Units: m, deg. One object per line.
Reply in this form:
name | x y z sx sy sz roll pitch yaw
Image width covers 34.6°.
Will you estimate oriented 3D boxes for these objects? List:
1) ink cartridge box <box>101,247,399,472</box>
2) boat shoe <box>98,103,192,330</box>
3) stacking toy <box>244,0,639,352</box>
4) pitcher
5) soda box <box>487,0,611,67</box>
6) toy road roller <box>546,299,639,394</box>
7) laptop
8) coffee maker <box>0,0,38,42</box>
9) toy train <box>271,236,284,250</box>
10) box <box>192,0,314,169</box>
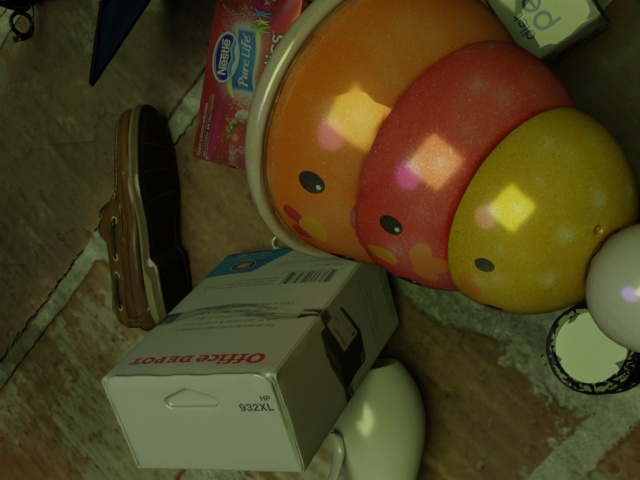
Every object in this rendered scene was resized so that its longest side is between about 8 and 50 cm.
ink cartridge box | -0.069 0.128 1.199 0.223 0.307 0.129 -5 113 28
boat shoe | -0.256 -0.028 1.398 0.104 0.111 0.307 -5 91 23
stacking toy | 0.183 -0.047 1.000 0.480 0.351 0.350 37 109 41
pitcher | 0.054 0.258 1.243 0.125 0.178 0.207 -7 92 43
soda box | 0.213 -0.340 1.178 0.098 0.091 0.286 -34 80 22
toy road roller | 0.408 0.082 1.065 0.330 0.202 0.240 22 91 23
laptop | -0.159 -0.317 1.250 0.264 0.234 0.136 0 138 26
coffee maker | -0.362 -0.386 1.434 0.178 0.120 0.171 -6 114 26
toy train | 0.000 0.000 1.321 0.166 0.046 0.125 4 95 24
box | -0.062 -0.216 1.289 0.123 0.128 0.256 13 99 23
